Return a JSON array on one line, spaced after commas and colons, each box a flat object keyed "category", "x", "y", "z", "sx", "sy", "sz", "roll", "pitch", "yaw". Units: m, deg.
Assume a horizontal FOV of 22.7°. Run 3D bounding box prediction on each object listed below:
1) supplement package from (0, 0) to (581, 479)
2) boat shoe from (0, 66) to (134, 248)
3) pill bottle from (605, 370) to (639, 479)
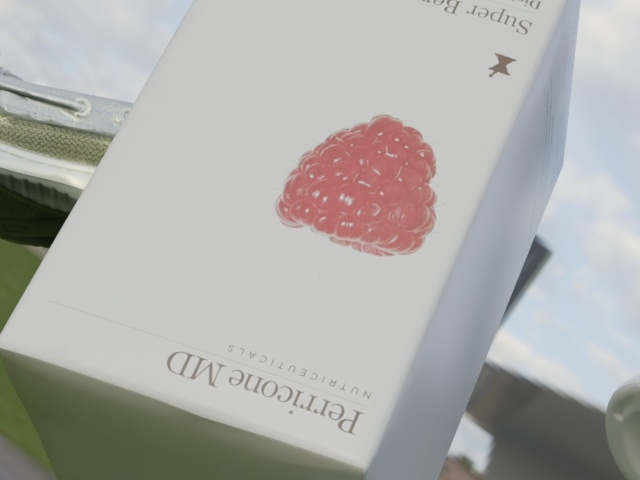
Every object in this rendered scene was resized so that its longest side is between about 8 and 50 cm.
[{"category": "supplement package", "x": 0.000, "y": 0.000, "z": 0.787, "sx": 0.177, "sy": 0.293, "sz": 0.175, "roll": 17, "pitch": -30, "yaw": 14}, {"category": "boat shoe", "x": -0.163, "y": -0.059, "z": 0.994, "sx": 0.320, "sy": 0.103, "sz": 0.118, "roll": 17, "pitch": -25, "yaw": 10}, {"category": "pill bottle", "x": 0.417, "y": 0.145, "z": 1.537, "sx": 0.152, "sy": 0.272, "sz": 0.152, "roll": 35, "pitch": -40, "yaw": 37}]
